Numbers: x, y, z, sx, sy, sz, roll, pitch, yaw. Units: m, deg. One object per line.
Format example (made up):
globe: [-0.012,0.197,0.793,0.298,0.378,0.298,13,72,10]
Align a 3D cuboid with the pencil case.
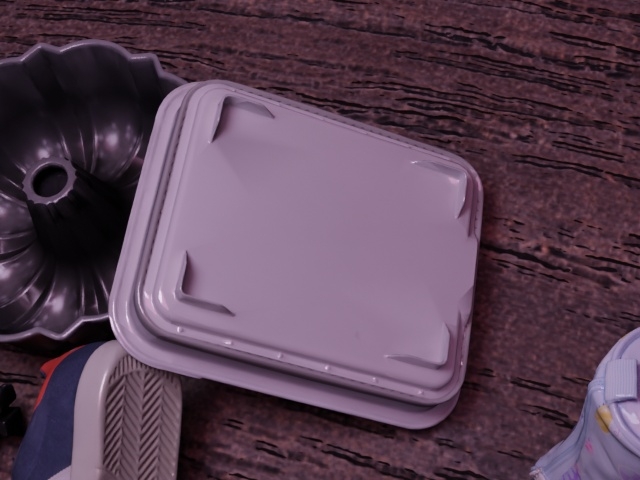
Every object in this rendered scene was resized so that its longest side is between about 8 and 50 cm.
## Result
pencil case: [0.241,0.160,0.787,0.124,0.273,0.113,23,64,11]

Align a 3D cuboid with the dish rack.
dish rack: [0.000,0.000,0.932,0.333,0.072,0.285,17,64,-15]

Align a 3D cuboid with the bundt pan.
bundt pan: [-0.249,-0.033,1.037,0.331,0.124,0.330,-3,65,7]

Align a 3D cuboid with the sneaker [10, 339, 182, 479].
sneaker: [-0.213,0.261,0.905,0.148,0.131,0.349,-4,72,41]

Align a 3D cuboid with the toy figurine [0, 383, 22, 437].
toy figurine: [-0.377,0.197,0.901,0.148,0.209,0.213,-7,63,12]
